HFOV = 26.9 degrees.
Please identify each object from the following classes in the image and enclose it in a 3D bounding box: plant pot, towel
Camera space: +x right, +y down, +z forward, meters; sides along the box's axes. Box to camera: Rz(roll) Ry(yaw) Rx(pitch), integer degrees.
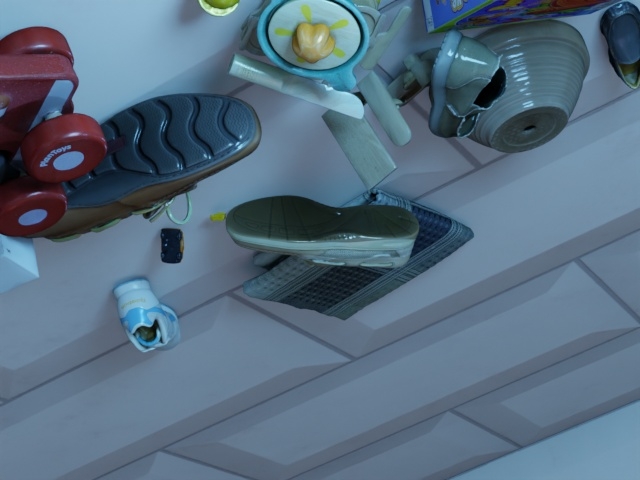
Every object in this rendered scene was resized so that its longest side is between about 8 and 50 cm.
[{"bbox_3d":[0.285,-0.203,1.925,0.237,0.109,0.237,-13,152,-7],"label":"plant pot"},{"bbox_3d":[0.062,0.025,2.306,0.324,0.056,0.312,-34,151,26],"label":"towel"}]

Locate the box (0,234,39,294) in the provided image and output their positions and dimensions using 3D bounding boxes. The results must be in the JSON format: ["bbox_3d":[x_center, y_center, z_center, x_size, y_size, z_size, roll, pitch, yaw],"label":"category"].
[{"bbox_3d":[-0.499,0.015,1.882,0.170,0.130,0.091,-22,151,13],"label":"box"}]

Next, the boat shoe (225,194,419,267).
[{"bbox_3d":[0.000,0.000,2.098,0.302,0.109,0.098,1,134,-10],"label":"boat shoe"}]

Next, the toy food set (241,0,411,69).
[{"bbox_3d":[0.008,-0.292,1.699,0.192,0.038,0.132,14,136,-27],"label":"toy food set"}]

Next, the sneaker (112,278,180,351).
[{"bbox_3d":[-0.294,0.151,2.286,0.087,0.092,0.228,-20,154,3],"label":"sneaker"}]

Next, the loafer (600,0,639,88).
[{"bbox_3d":[0.442,-0.280,1.916,0.062,0.061,0.170,-21,152,12],"label":"loafer"}]

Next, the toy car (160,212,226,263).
[{"bbox_3d":[-0.195,-0.004,2.096,0.122,0.060,0.040,-16,-175,13],"label":"toy car"}]

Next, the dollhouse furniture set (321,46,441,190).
[{"bbox_3d":[0.121,-0.169,1.831,0.144,0.123,0.151,-39,167,37],"label":"dollhouse furniture set"}]

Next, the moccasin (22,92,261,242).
[{"bbox_3d":[-0.249,-0.089,1.821,0.380,0.139,0.147,-27,157,15],"label":"moccasin"}]

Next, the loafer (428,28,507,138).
[{"bbox_3d":[0.196,-0.190,1.757,0.087,0.094,0.251,20,169,11],"label":"loafer"}]

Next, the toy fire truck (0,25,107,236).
[{"bbox_3d":[-0.419,-0.122,1.593,0.254,0.169,0.302,-4,150,-38],"label":"toy fire truck"}]

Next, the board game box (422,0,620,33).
[{"bbox_3d":[0.282,-0.322,1.567,0.233,0.078,0.347,-9,-179,-14],"label":"board game box"}]

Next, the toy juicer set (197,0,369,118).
[{"bbox_3d":[-0.045,-0.252,1.599,0.209,0.089,0.329,4,140,2],"label":"toy juicer set"}]

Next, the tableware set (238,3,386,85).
[{"bbox_3d":[-0.010,-0.261,1.684,0.169,0.020,0.141,20,133,-31],"label":"tableware set"}]
